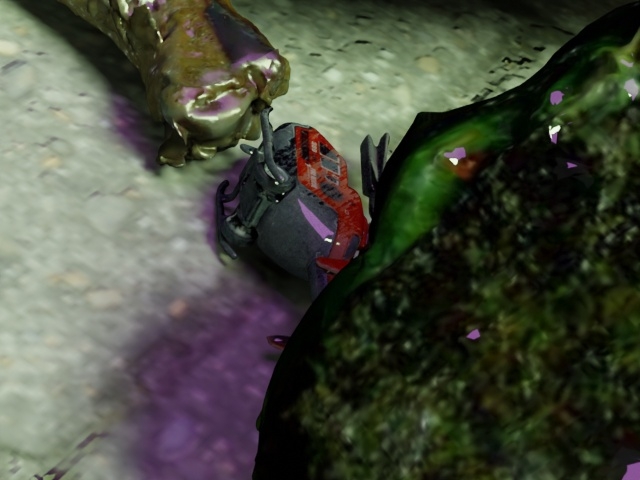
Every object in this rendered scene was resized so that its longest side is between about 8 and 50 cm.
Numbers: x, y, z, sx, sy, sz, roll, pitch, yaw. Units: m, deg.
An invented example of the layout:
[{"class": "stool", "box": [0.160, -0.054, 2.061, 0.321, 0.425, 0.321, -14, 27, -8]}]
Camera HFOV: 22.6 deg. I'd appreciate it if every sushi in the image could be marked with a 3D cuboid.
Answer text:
[{"class": "sushi", "box": [0.087, 0.019, 0.412, 0.127, 0.225, 0.124, 52, 4, 30]}]

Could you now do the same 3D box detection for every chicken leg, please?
[{"class": "chicken leg", "box": [-0.081, -0.111, 0.608, 0.196, 0.080, 0.125, 40, 48, 11]}]

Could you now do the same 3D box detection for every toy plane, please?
[{"class": "toy plane", "box": [0.000, 0.000, 0.533, 0.060, 0.037, 0.145, 22, 30, -19]}]
